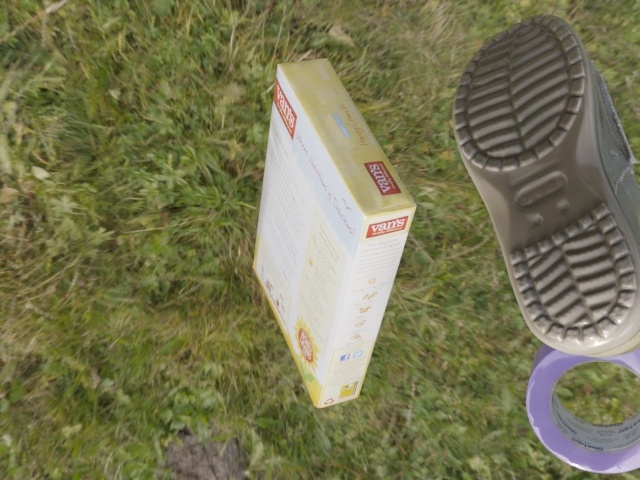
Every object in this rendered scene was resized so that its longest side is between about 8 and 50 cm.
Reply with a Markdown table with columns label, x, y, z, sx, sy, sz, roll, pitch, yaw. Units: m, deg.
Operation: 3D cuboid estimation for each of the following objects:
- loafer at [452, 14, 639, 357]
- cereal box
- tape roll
| label | x | y | z | sx | sy | sz | roll | pitch | yaw |
| --- | --- | --- | --- | --- | --- | --- | --- | --- | --- |
| loafer | 0.158 | -0.037 | 0.550 | 0.102 | 0.092 | 0.268 | -22 | 52 | 27 |
| cereal box | 0.000 | 0.000 | 0.670 | 0.047 | 0.240 | 0.173 | -11 | 51 | -20 |
| tape roll | 0.370 | 0.203 | 1.087 | 0.189 | 0.080 | 0.189 | 4 | 105 | 17 |
